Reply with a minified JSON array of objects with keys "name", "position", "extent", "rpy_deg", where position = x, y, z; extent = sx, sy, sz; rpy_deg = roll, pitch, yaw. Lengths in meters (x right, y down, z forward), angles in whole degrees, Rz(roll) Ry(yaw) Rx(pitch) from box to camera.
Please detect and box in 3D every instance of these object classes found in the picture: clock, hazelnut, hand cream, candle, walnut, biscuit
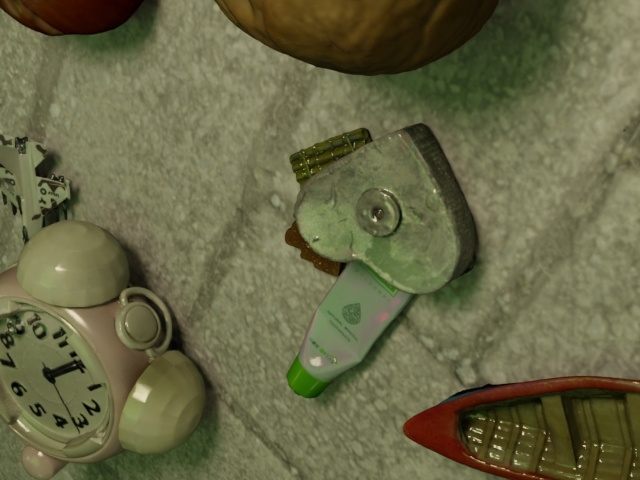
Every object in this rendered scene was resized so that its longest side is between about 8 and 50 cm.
[{"name":"clock","position":[-0.338,0.159,1.404],"extent":[0.325,0.184,0.342],"rpy_deg":[-25,104,42]},{"name":"hazelnut","position":[-0.316,-0.327,1.179],"extent":[0.212,0.181,0.181],"rpy_deg":[3,109,38]},{"name":"hand cream","position":[0.045,0.080,1.156],"extent":[0.079,0.050,0.275],"rpy_deg":[29,125,-6]},{"name":"candle","position":[0.075,-0.040,1.044],"extent":[0.192,0.068,0.169],"rpy_deg":[22,113,18]},{"name":"walnut","position":[0.025,-0.305,0.843],"extent":[0.332,0.333,0.333],"rpy_deg":[17,118,34]},{"name":"biscuit","position":[0.000,0.000,1.170],"extent":[0.082,0.016,0.092],"rpy_deg":[-40,82,37]}]

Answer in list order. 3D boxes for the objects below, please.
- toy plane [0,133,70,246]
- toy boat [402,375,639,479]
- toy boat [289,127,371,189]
[{"name":"toy plane","position":[-0.414,-0.058,1.457],"extent":[0.160,0.082,0.234],"rpy_deg":[14,132,24]},{"name":"toy boat","position":[0.262,0.185,0.990],"extent":[0.392,0.079,0.136],"rpy_deg":[-2,109,39]},{"name":"toy boat","position":[0.017,-0.082,1.121],"extent":[0.115,0.016,0.063],"rpy_deg":[-16,98,42]}]
